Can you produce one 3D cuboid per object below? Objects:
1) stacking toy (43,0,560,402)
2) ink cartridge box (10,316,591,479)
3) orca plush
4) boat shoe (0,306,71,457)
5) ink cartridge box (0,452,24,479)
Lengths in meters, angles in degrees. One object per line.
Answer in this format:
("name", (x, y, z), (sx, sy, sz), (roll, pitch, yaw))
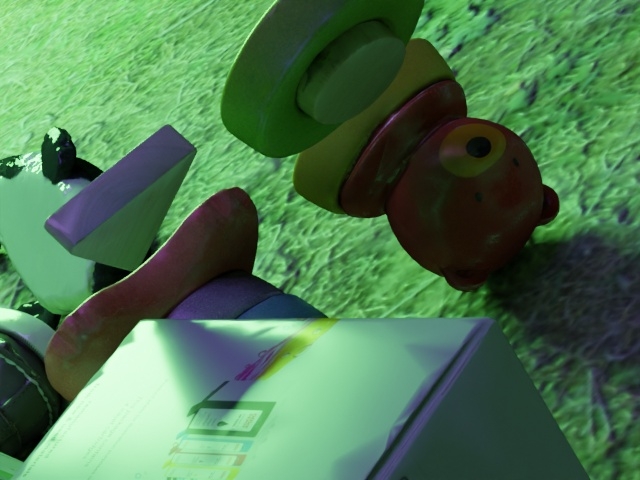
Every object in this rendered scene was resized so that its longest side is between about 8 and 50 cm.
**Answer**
("stacking toy", (0.000, 0.000, 1.088), (0.130, 0.279, 0.309), (41, 76, 17))
("ink cartridge box", (-0.009, 0.149, 0.912), (0.232, 0.171, 0.168), (-3, 40, 45))
("orca plush", (-0.182, -0.001, 1.485), (0.287, 0.102, 0.151), (-6, 82, 59))
("boat shoe", (-0.292, 0.101, 1.372), (0.305, 0.109, 0.091), (0, 37, 42))
("ink cartridge box", (-0.256, 0.154, 1.106), (0.353, 0.207, 0.119), (9, 79, 55))
